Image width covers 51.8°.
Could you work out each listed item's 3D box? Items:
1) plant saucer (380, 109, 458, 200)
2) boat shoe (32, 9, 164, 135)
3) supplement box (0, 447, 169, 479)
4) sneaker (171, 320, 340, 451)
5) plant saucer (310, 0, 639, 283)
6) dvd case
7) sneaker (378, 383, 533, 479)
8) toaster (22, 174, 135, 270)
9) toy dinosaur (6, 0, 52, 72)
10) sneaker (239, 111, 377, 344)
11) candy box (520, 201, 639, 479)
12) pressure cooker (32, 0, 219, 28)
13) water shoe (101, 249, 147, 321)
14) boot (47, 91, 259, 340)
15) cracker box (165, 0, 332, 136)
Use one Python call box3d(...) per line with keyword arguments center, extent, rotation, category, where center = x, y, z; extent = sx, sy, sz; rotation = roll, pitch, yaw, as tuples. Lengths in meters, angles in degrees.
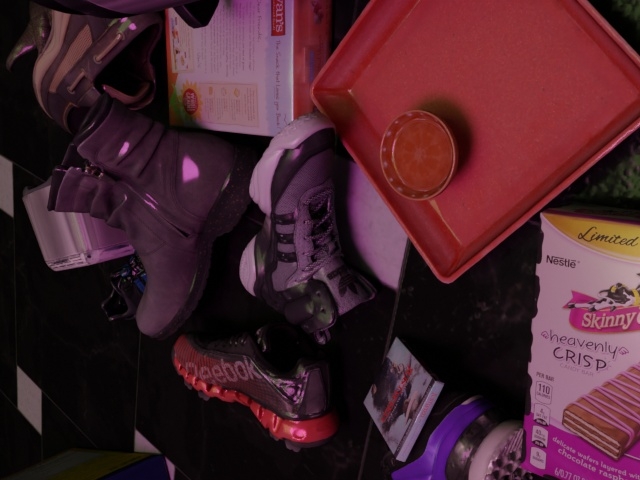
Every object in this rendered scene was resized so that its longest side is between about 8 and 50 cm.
box3d(center=(0.092, -0.079, 0.612), extent=(0.084, 0.013, 0.083), rotation=(11, 106, 41), category="plant saucer")
box3d(center=(-0.306, -0.231, 0.919), extent=(0.130, 0.132, 0.355), rotation=(52, 149, 3), category="boat shoe")
box3d(center=(-0.430, 0.504, 1.181), extent=(0.357, 0.194, 0.195), rotation=(-15, 89, 45), category="supplement box")
box3d(center=(-0.087, 0.152, 0.842), extent=(0.276, 0.098, 0.135), rotation=(17, 111, 38), category="sneaker")
box3d(center=(0.133, -0.135, 0.602), extent=(0.259, 0.048, 0.258), rotation=(56, 131, 17), category="plant saucer")
box3d(center=(0.082, 0.158, 0.676), extent=(0.087, 0.013, 0.119), rotation=(-65, 17, 7), category="dvd case")
box3d(center=(0.116, 0.275, 0.686), extent=(0.146, 0.102, 0.293), rotation=(32, 115, 42), category="sneaker")
box3d(center=(-0.371, -0.037, 1.048), extent=(0.227, 0.129, 0.146), rotation=(-9, 97, 45), category="toaster")
box3d(center=(-0.399, -0.354, 1.030), extent=(0.314, 0.121, 0.160), rotation=(-26, 69, 48), category="toy dinosaur")
box3d(center=(0.000, 0.000, 0.715), extent=(0.153, 0.101, 0.268), rotation=(43, 139, 24), category="sneaker")
box3d(center=(0.253, 0.095, 0.524), extent=(0.159, 0.071, 0.233), rotation=(11, 107, 42), category="candy box")
box3d(center=(-0.140, -0.379, 0.516), extent=(0.421, 0.375, 0.369), rotation=(-5, 100, 25), category="pressure cooker")
box3d(center=(-0.275, 0.057, 1.009), extent=(0.073, 0.080, 0.203), rotation=(48, 128, 24), category="water shoe")
box3d(center=(-0.241, -0.022, 0.848), extent=(0.338, 0.223, 0.118), rotation=(-60, 29, 27), category="boot")
box3d(center=(-0.090, -0.208, 0.783), extent=(0.232, 0.067, 0.155), rotation=(15, 109, 42), category="cracker box")
